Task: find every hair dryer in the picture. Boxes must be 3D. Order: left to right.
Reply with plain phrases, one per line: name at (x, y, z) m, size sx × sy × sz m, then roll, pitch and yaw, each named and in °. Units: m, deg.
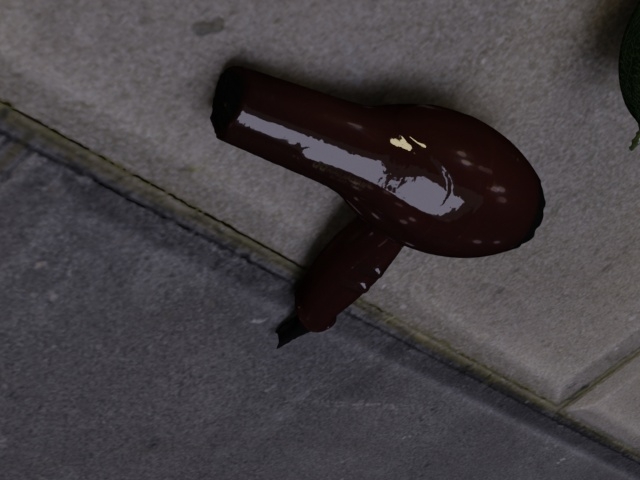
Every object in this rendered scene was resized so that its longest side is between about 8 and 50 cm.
hair dryer at (0.000, 0.000, 0.850) m, size 0.313 × 0.123 × 0.340 m, roll 13°, pitch 138°, yaw -28°

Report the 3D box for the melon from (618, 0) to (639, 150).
melon at (0.362, -0.180, 0.775) m, size 0.287 × 0.182 × 0.182 m, roll -46°, pitch 139°, yaw 18°
